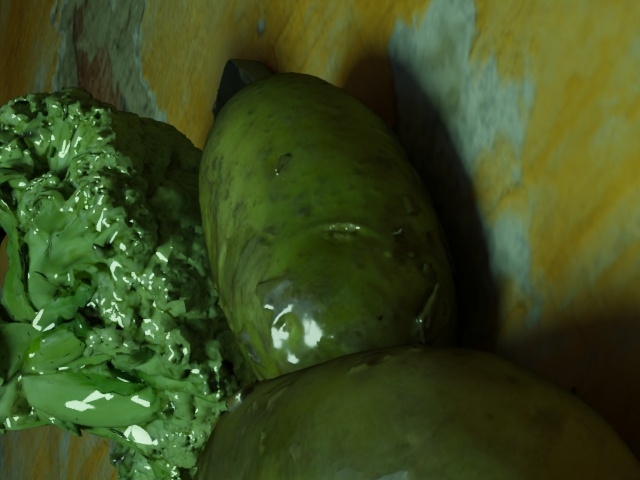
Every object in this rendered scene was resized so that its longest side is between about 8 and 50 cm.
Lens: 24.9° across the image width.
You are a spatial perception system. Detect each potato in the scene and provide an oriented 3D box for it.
[{"bbox_3d":[0.036,0.134,0.613,0.192,0.141,0.296,56,148,-8],"label":"potato"},{"bbox_3d":[0.000,0.000,0.774,0.251,0.113,0.149,-113,31,-54],"label":"potato"}]

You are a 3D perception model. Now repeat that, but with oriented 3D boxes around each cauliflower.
[{"bbox_3d":[-0.159,0.042,0.968,0.272,0.250,0.275,97,149,-72],"label":"cauliflower"}]

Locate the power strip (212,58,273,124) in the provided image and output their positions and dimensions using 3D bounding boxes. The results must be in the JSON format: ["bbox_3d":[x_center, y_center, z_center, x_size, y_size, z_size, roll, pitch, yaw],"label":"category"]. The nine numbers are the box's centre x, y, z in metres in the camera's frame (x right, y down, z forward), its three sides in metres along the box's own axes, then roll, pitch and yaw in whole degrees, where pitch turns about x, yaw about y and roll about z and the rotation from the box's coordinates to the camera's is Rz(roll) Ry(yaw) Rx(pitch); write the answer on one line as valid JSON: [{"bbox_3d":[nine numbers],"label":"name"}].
[{"bbox_3d":[-0.030,-0.057,0.963,0.227,0.029,0.080,-128,45,-60],"label":"power strip"}]
